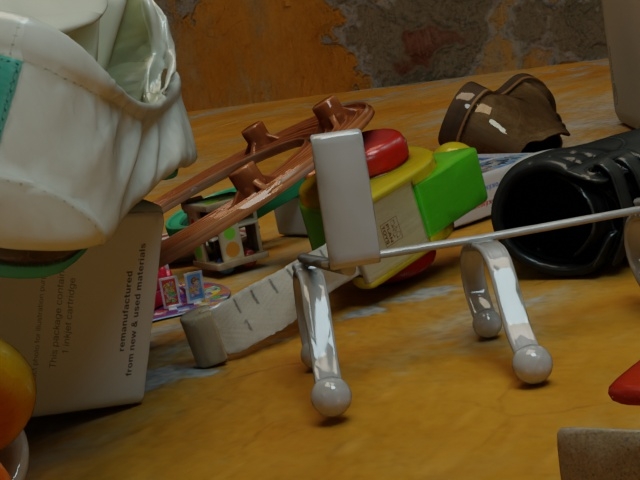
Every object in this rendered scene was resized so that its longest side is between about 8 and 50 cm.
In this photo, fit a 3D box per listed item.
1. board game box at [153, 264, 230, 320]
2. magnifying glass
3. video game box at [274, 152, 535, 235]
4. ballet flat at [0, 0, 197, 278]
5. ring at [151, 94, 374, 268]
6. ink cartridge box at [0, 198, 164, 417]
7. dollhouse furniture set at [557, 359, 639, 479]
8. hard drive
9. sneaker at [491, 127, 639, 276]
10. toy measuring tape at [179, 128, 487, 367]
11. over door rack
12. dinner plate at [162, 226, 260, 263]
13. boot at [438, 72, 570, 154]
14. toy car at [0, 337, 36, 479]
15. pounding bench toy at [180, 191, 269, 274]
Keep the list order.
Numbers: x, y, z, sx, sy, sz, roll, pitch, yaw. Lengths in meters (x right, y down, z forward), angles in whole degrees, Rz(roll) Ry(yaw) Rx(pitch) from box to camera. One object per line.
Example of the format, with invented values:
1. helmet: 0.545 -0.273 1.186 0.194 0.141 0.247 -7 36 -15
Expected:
1. board game box: -0.159 0.041 1.089 0.169 0.033 0.133 -12 10 -18
2. magnifying glass: -0.039 -0.050 1.289 0.231 0.026 0.092 -21 17 -6
3. video game box: 0.087 -0.045 1.308 0.187 0.048 0.205 -21 15 -36
4. ballet flat: -0.133 -0.085 0.744 0.139 0.139 0.400 -9 12 1
5. ring: -0.110 -0.030 1.062 0.337 0.032 0.336 -30 11 6
6. ink cartridge box: -0.281 0.022 0.775 0.307 0.129 0.223 -3 16 -42
7. dollhouse furniture set: 0.226 0.041 0.426 0.259 0.135 0.262 -3 12 33
8. hard drive: 0.391 -0.241 1.600 0.047 0.233 0.353 -8 10 4
9. sneaker: 0.256 -0.036 0.966 0.296 0.104 0.147 -12 10 23
10. toy measuring tape: 0.000 0.000 0.998 0.121 0.121 0.330 1 25 47
11. over door rack: 0.107 0.015 0.686 0.239 0.108 0.324 -10 -11 -5
12. dinner plate: -0.128 0.005 1.315 0.141 0.017 0.141 -8 10 1
13. boot: 0.239 -0.125 1.581 0.115 0.112 0.305 27 18 18
14. toy car: -0.214 0.098 0.573 0.182 0.159 0.136 -7 47 2
15. pounding bench toy: -0.091 -0.006 1.200 0.052 0.065 0.083 -16 12 -29
